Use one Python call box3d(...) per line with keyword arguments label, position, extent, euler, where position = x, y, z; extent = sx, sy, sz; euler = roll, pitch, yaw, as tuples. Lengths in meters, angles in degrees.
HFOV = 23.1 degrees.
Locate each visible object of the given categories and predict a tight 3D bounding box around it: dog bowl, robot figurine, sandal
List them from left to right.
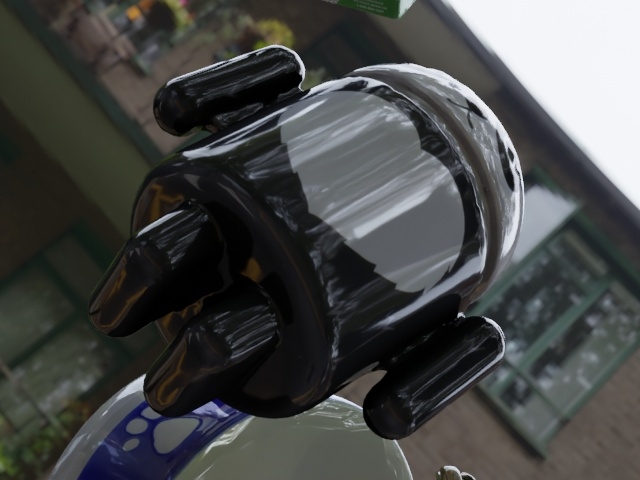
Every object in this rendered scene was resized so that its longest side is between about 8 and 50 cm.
box3d(label="dog bowl", position=(-0.061, 0.215, 1.054), extent=(0.104, 0.265, 0.264), euler=(18, -42, 48))
box3d(label="robot figurine", position=(0.000, -0.003, 0.942), extent=(0.174, 0.278, 0.209), euler=(12, -58, 46))
box3d(label="sandal", position=(0.163, 0.297, 1.830), extent=(0.180, 0.049, 0.072), euler=(82, 0, -75))

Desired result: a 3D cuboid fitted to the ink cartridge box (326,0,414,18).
box3d(label="ink cartridge box", position=(0.041, -0.372, 1.756), extent=(0.153, 0.087, 0.208), euler=(19, -49, 18))
